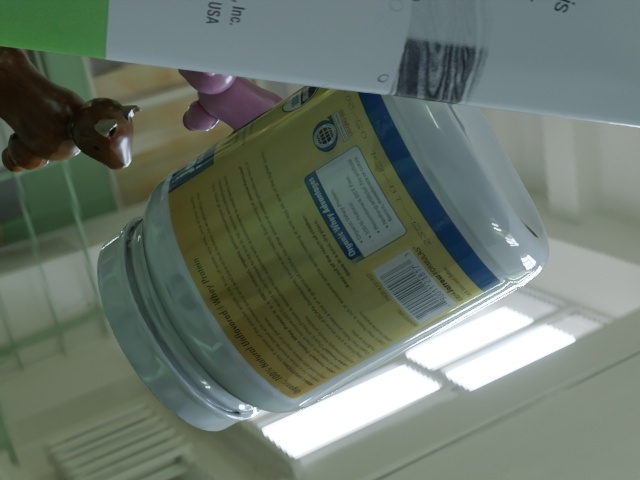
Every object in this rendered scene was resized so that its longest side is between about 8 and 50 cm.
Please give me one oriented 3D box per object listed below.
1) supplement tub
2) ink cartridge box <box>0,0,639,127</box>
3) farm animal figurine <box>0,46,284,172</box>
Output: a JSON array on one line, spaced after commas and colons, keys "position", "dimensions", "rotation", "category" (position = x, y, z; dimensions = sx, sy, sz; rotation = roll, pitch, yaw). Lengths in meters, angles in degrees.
[{"position": [0.000, 0.000, 0.589], "dimensions": [0.144, 0.199, 0.144], "rotation": [52, 17, -23], "category": "supplement tub"}, {"position": [0.026, -0.147, 0.306], "dimensions": [0.198, 0.272, 0.115], "rotation": [106, -14, -45], "category": "ink cartridge box"}, {"position": [-0.099, -0.201, 0.744], "dimensions": [0.172, 0.330, 0.327], "rotation": [-15, -79, 55], "category": "farm animal figurine"}]
